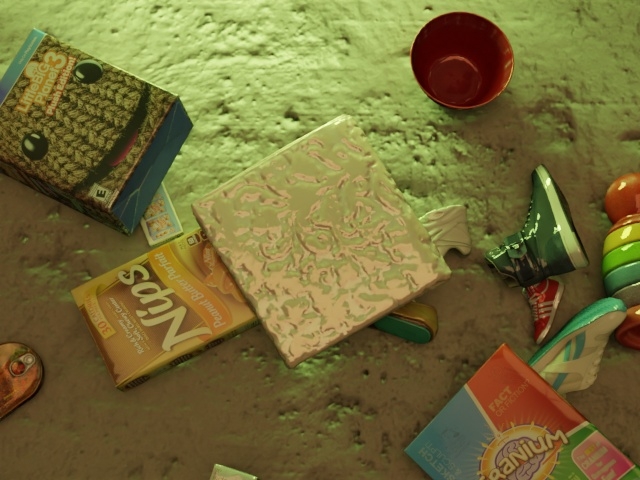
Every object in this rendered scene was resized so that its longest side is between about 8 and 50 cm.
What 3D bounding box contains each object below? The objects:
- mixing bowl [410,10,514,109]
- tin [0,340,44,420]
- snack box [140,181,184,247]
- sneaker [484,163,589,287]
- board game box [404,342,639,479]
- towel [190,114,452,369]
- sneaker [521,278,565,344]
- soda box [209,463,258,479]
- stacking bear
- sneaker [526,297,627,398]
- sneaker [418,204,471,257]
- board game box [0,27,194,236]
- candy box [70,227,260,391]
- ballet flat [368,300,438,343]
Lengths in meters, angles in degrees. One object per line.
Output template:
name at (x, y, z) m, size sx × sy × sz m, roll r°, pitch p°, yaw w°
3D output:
mixing bowl at (0.244, -0.302, 1.939) m, size 0.181 × 0.098 × 0.181 m, roll 0°, pitch 76°, yaw -2°
tin at (-0.549, 0.247, 1.820) m, size 0.189 × 0.040 × 0.106 m, roll -36°, pitch 84°, yaw -9°
snack box at (-0.301, -0.080, 1.911) m, size 0.064 × 0.022 × 0.178 m, roll -23°, pitch 78°, yaw -6°
sneaker at (0.352, -0.021, 1.881) m, size 0.163 × 0.086 × 0.226 m, roll -26°, pitch 46°, yaw 20°
board game box at (0.330, 0.359, 1.747) m, size 0.316 × 0.064 × 0.242 m, roll 43°, pitch 96°, yaw 12°
towel at (0.000, 0.000, 1.794) m, size 0.317 × 0.053 × 0.332 m, roll -30°, pitch 78°, yaw -7°
sneaker at (0.370, 0.116, 1.871) m, size 0.067 × 0.042 × 0.118 m, roll 24°, pitch 69°, yaw 0°
soda box at (-0.136, 0.397, 1.701) m, size 0.069 × 0.216 × 0.074 m, roll 17°, pitch 76°, yaw 4°
stacking bear at (0.552, 0.021, 1.843) m, size 0.164 × 0.175 × 0.289 m, roll 9°, pitch 63°, yaw -25°
sneaker at (0.429, 0.182, 1.793) m, size 0.092 × 0.229 × 0.087 m, roll 42°, pitch 34°, yaw 4°
sneaker at (0.155, 0.018, 1.868) m, size 0.232 × 0.090 × 0.115 m, roll -17°, pitch 81°, yaw -4°
board game box at (-0.405, -0.183, 1.856) m, size 0.291 × 0.141 × 0.232 m, roll 25°, pitch 77°, yaw 11°
candy box at (-0.233, 0.100, 1.835) m, size 0.316 × 0.087 × 0.183 m, roll -26°, pitch 78°, yaw -8°
ballet flat at (0.089, 0.113, 1.860) m, size 0.232 × 0.080 × 0.073 m, roll 19°, pitch 49°, yaw 1°
